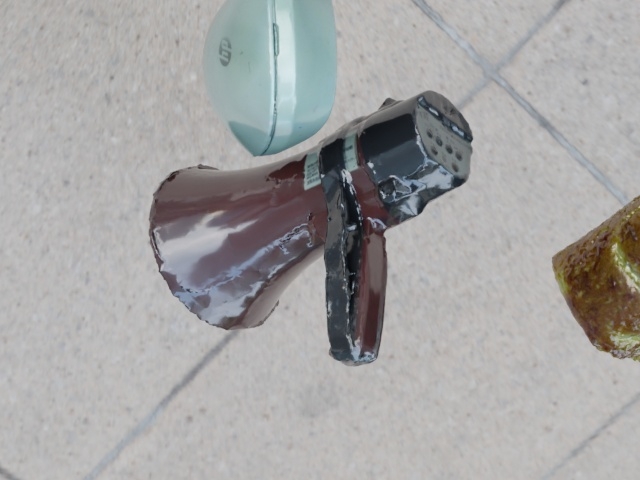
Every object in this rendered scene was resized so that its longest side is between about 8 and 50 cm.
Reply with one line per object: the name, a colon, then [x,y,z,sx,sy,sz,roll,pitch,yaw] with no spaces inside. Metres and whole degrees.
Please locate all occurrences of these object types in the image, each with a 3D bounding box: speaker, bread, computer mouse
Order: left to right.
computer mouse: [-0.062,-0.158,1.019,0.097,0.288,0.159,-5,92,-17]
speaker: [-0.020,-0.013,1.108,0.329,0.259,0.198,-21,116,43]
bread: [0.319,0.024,1.065,0.103,0.132,0.172,-2,149,-44]
